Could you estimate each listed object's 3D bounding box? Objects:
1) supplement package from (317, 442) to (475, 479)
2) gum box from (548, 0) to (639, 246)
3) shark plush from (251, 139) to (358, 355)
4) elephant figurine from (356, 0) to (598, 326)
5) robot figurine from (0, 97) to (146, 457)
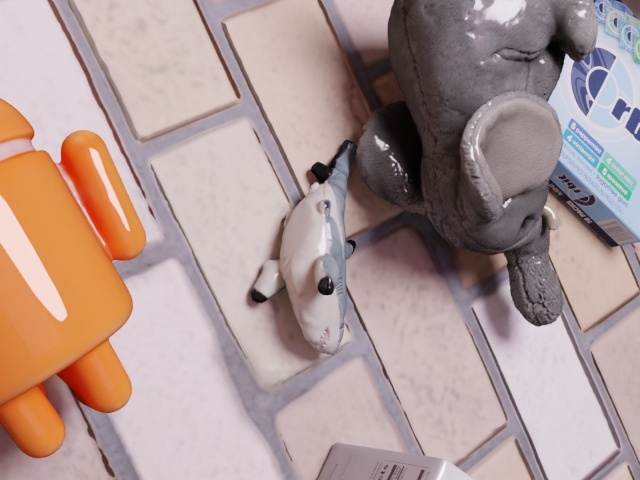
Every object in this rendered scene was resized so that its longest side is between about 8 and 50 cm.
[{"bbox_3d":[0.057,0.300,0.546,0.204,0.145,0.262,38,68,-18],"label":"supplement package"},{"bbox_3d":[0.264,-0.115,0.777,0.157,0.041,0.184,40,66,-17],"label":"gum box"},{"bbox_3d":[0.000,0.000,0.630,0.067,0.073,0.161,34,45,-41],"label":"shark plush"},{"bbox_3d":[0.117,-0.068,0.623,0.185,0.169,0.240,9,85,3],"label":"elephant figurine"},{"bbox_3d":[-0.190,0.012,0.465,0.158,0.128,0.220,-26,98,15],"label":"robot figurine"}]
